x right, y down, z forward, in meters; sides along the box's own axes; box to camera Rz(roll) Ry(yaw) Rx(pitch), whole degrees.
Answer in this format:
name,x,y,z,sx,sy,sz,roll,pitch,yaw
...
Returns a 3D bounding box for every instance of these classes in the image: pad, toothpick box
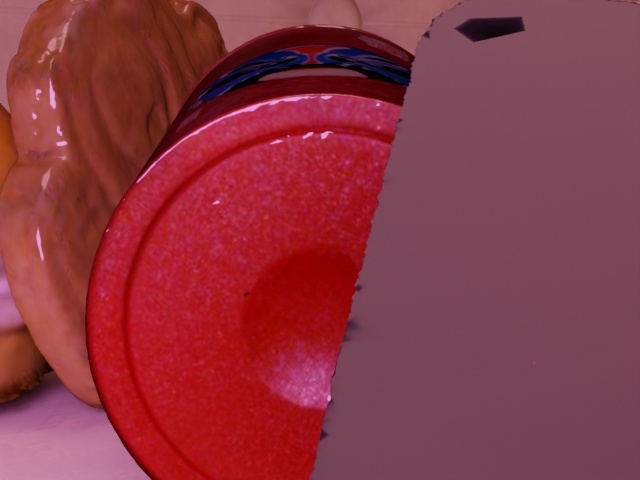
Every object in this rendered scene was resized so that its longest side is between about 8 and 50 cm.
name,x,y,z,sx,sy,sz,roll,pitch,yaw
pad,0.157,0.078,0.438,0.315,0.063,0.375,8,49,10
toothpick box,0.000,0.000,0.785,0.204,0.204,0.333,2,12,-1

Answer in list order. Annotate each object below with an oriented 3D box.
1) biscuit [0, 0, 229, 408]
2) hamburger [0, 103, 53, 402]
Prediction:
name,x,y,z,sx,sy,sz,roll,pitch,yaw
biscuit,-0.112,-0.048,1.003,0.051,0.269,0.376,-11,36,19
hamburger,-0.294,-0.019,0.926,0.276,0.237,0.276,-1,9,0
